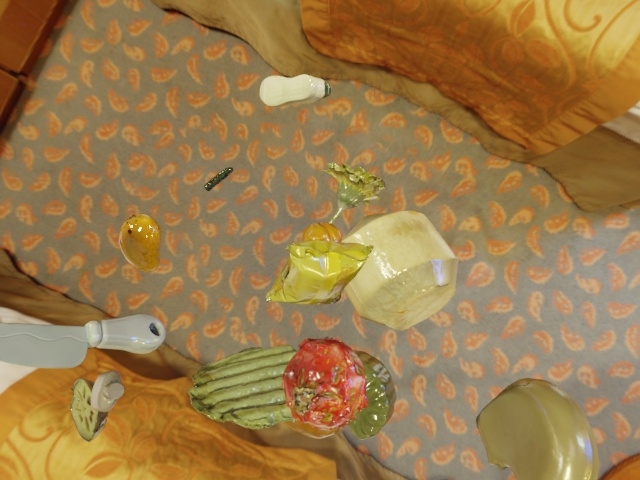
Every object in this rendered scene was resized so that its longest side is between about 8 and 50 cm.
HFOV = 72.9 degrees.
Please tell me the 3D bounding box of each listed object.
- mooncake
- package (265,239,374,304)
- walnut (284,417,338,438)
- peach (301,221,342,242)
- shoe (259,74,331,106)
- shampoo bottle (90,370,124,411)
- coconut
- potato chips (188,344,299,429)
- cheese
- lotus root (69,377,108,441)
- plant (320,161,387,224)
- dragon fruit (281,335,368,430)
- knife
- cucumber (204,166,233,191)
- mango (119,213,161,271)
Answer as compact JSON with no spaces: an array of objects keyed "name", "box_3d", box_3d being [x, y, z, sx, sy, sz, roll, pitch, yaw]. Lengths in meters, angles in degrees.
[{"name":"mooncake","box_3d":[0.133,0.628,1.786,0.352,0.187,0.350,-1,88,25]},{"name":"package","box_3d":[-0.005,0.063,0.818,0.169,0.226,0.090,3,59,-20]},{"name":"walnut","box_3d":[-0.038,0.555,1.476,0.209,0.209,0.336,-36,111,1]},{"name":"peach","box_3d":[0.000,0.000,1.468,0.138,0.138,0.137,0,89,3]},{"name":"shoe","box_3d":[-0.080,-0.465,1.360,0.265,0.110,0.094,18,111,46]},{"name":"shampoo bottle","box_3d":[-0.429,0.304,0.875,0.040,0.165,0.079,20,63,-30]},{"name":"coconut","box_3d":[0.187,0.066,1.140,0.324,0.323,0.322,0,89,3]},{"name":"potato chips","box_3d":[-0.158,0.405,1.241,0.430,0.358,0.069,-4,107,-26]},{"name":"cheese","box_3d":[0.333,0.318,0.667,0.091,0.202,0.175,22,124,-20]},{"name":"lotus root","box_3d":[-0.775,0.566,1.477,0.183,0.078,0.203,-49,64,26]},{"name":"plant","box_3d":[0.141,-0.203,1.807,0.306,0.262,0.296,40,51,-32]},{"name":"dragon fruit","box_3d":[-0.014,0.221,0.678,0.153,0.111,0.152,-8,73,26]},{"name":"knife","box_3d":[-0.373,0.152,0.654,0.044,0.331,0.080,-30,69,22]},{"name":"cucumber","box_3d":[-0.367,-0.228,1.574,0.133,0.032,0.032,-35,87,17]},{"name":"mango","box_3d":[-0.512,0.007,1.233,0.115,0.090,0.177,16,123,-1]}]
